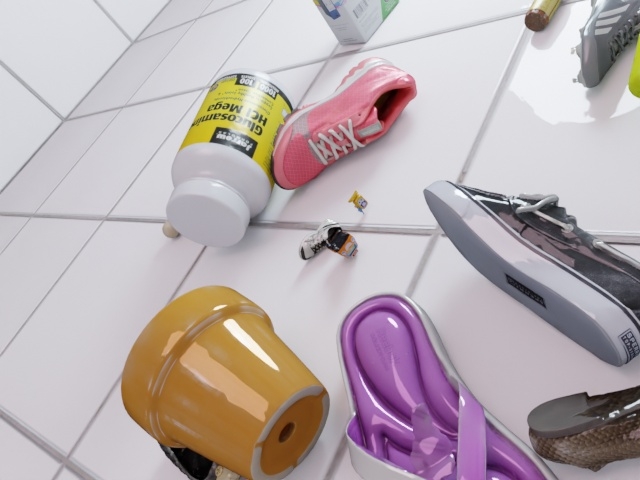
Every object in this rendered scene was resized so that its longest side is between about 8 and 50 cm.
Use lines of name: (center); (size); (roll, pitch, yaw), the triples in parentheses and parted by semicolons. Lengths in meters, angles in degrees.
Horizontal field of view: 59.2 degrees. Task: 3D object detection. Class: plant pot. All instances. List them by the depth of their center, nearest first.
plant pot: (-0.099, 0.184, 0.682); (0.188, 0.205, 0.205); (25, 71, 35)

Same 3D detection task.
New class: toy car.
toy car: (0.055, -0.022, 0.863); (0.060, 0.041, 0.122); (-16, 42, 61)

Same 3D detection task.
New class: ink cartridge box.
ink cartridge box: (0.061, -0.578, 1.271); (0.093, 0.212, 0.154); (17, 66, 49)

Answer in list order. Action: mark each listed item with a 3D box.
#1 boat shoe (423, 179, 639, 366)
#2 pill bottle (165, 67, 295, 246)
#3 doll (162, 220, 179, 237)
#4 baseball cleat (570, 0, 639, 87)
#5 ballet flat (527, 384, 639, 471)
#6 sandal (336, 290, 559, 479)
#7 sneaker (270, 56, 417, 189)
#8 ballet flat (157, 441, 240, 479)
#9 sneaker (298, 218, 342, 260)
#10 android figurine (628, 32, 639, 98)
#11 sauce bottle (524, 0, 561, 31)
boat shoe: (0.239, 0.001, 0.623); (0.105, 0.113, 0.306); (-38, 39, -6)
pill bottle: (-0.168, -0.158, 1.074); (0.188, 0.188, 0.333); (-14, 45, 31)
doll: (-0.262, -0.078, 1.193); (0.189, 0.046, 0.129); (-44, 36, -5)
baseball cleat: (0.425, -0.300, 0.795); (0.110, 0.072, 0.205); (4, 59, 35)
ballet flat: (0.304, 0.148, 0.471); (0.250, 0.058, 0.084); (-20, 6, 18)
sandal: (0.095, 0.193, 0.561); (0.169, 0.102, 0.416); (-38, 37, 5)
sneaker: (0.041, -0.205, 0.999); (0.314, 0.116, 0.136); (-44, 38, -4)
ballet flat: (-0.167, 0.286, 0.742); (0.173, 0.049, 0.057); (5, 58, 44)
sneaker: (0.000, 0.000, 0.897); (0.083, 0.032, 0.037); (-49, 37, -9)
android figurine: (0.478, -0.202, 0.618); (0.248, 0.056, 0.272); (7, 71, 44)
sauce bottle: (0.390, -0.412, 0.962); (0.042, 0.042, 0.128); (11, 58, 46)
